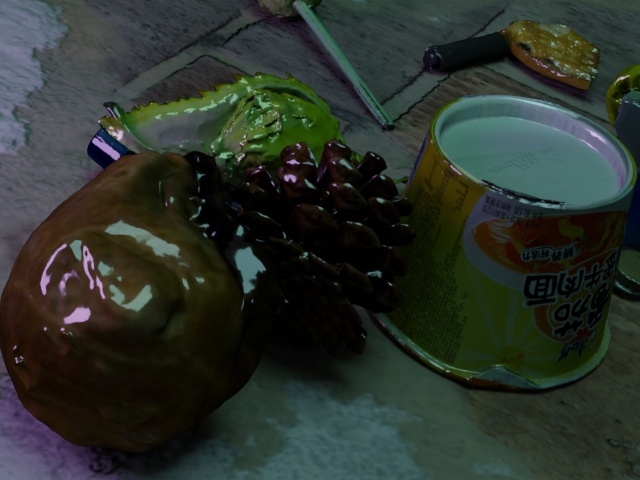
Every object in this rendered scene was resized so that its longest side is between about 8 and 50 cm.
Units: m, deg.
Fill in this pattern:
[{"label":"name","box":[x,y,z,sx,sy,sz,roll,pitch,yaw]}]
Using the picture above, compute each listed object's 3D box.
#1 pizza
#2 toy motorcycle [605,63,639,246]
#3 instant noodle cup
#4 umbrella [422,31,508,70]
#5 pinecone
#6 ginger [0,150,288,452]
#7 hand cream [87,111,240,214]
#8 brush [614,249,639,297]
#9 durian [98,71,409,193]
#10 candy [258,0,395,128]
[{"label":"pizza","box":[0.301,-0.237,2.166,0.099,0.036,0.160,-21,48,-39]},{"label":"toy motorcycle","box":[0.432,-0.048,1.821,0.326,0.200,0.191,29,36,3]},{"label":"instant noodle cup","box":[0.186,-0.011,1.662,0.264,0.200,0.264,9,33,-6]},{"label":"umbrella","box":[0.184,-0.237,2.130,0.133,0.031,0.036,-16,42,-35]},{"label":"pinecone","box":[0.000,0.000,1.572,0.207,0.208,0.208,9,35,-6]},{"label":"ginger","box":[-0.174,0.050,1.448,0.223,0.200,0.269,-6,45,-35]},{"label":"hand cream","box":[-0.116,-0.035,1.733,0.270,0.061,0.120,38,36,19]},{"label":"brush","box":[0.247,-0.009,1.831,0.266,0.027,0.062,28,36,20]},{"label":"durian","box":[-0.044,-0.101,1.745,0.375,0.107,0.132,12,36,-27]},{"label":"candy","box":[0.011,-0.244,2.063,0.092,0.093,0.335,-36,55,5]}]
